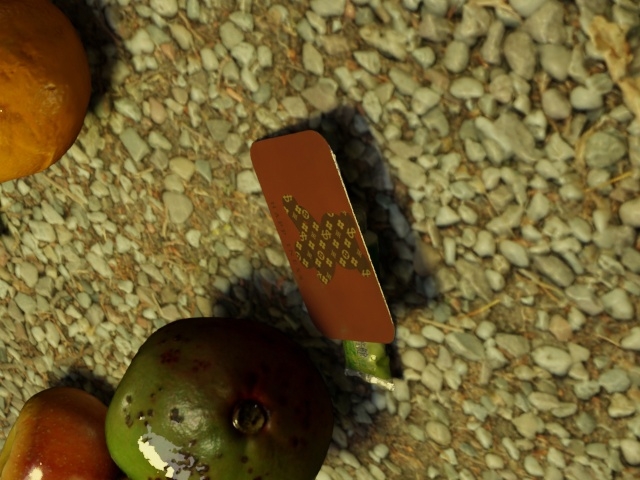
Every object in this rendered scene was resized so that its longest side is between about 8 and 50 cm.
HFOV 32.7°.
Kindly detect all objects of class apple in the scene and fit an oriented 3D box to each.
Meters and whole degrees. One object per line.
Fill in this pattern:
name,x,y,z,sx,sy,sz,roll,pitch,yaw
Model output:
apple,-0.407,0.344,1.710,0.173,0.210,0.235,20,149,-20

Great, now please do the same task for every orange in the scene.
orange,-0.417,-0.199,1.374,0.261,0.261,0.261,17,124,27

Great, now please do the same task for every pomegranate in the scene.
pomegranate,-0.153,0.243,1.416,0.323,0.291,0.291,-25,100,42

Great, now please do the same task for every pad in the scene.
pad,0.000,0.000,1.300,0.181,0.004,0.267,-3,111,57

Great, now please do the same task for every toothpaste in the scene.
toothpaste,0.051,0.074,1.328,0.078,0.047,0.248,15,125,31

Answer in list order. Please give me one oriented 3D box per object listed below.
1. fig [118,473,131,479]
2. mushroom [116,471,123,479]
fig,-0.203,0.443,1.662,0.259,0.151,0.151,45,133,-6
mushroom,-0.330,0.414,1.778,0.129,0.073,0.088,17,159,31
